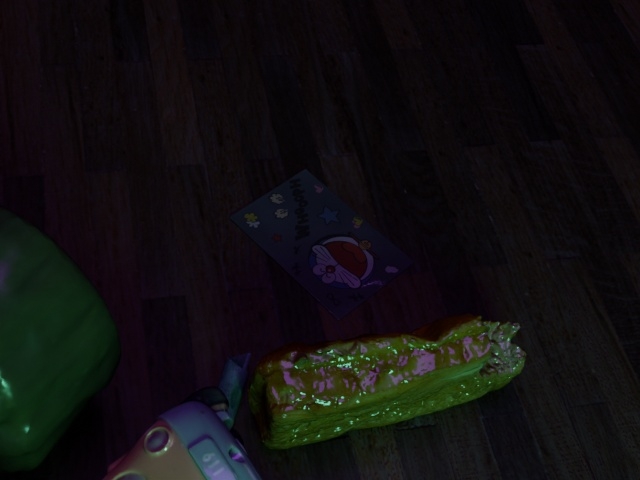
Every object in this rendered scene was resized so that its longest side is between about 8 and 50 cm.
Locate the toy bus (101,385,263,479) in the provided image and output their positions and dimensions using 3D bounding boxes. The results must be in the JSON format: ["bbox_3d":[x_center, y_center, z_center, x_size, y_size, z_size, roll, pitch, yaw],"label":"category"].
[{"bbox_3d":[-0.143,0.310,1.001,0.232,0.288,0.194,-31,64,-12],"label":"toy bus"}]

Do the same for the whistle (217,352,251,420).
[{"bbox_3d":[-0.128,0.226,1.215,0.039,0.039,0.186,14,52,2],"label":"whistle"}]

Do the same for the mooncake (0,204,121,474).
[{"bbox_3d":[-0.416,0.101,1.068,0.356,0.356,0.194,26,53,12],"label":"mooncake"}]

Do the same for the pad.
[{"bbox_3d":[0.000,0.000,1.436,0.170,0.006,0.245,-34,64,-29],"label":"pad"}]

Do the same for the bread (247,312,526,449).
[{"bbox_3d":[0.095,0.163,1.207,0.380,0.185,0.109,-11,61,-17],"label":"bread"}]
